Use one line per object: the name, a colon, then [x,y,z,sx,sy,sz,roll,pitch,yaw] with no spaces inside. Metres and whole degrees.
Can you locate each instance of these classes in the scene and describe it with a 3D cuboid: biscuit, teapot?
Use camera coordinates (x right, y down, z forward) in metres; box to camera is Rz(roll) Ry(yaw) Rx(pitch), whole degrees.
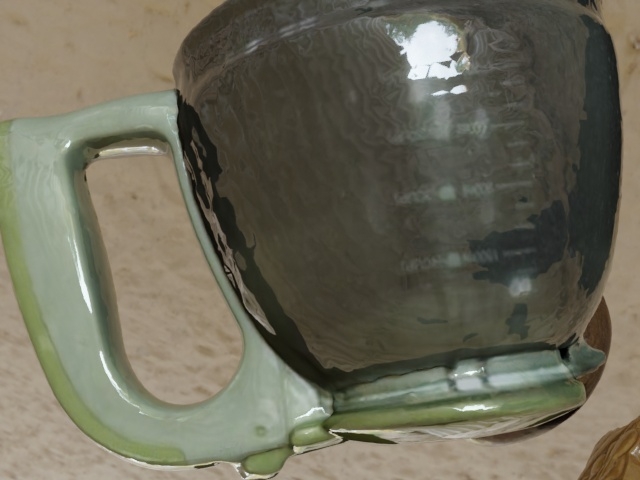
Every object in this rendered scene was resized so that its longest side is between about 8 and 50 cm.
biscuit: [0.274,0.241,0.798,0.035,0.250,0.162,28,100,12]
teapot: [0.014,-0.006,0.426,0.321,0.239,0.239,-2,167,-28]

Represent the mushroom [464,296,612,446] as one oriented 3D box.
mushroom: [0.200,0.107,0.889,0.138,0.231,0.194,36,170,-22]
